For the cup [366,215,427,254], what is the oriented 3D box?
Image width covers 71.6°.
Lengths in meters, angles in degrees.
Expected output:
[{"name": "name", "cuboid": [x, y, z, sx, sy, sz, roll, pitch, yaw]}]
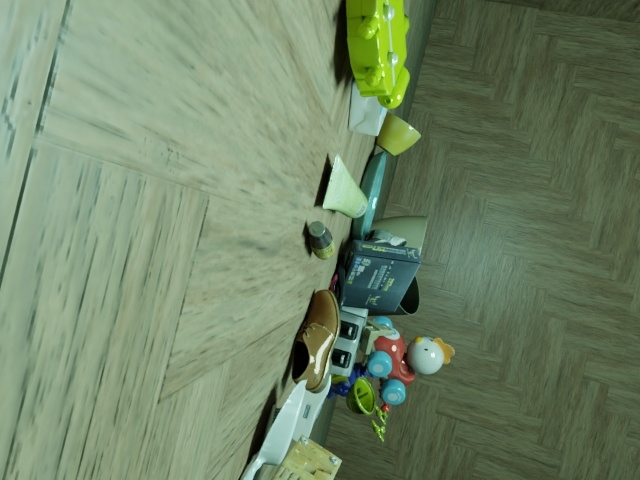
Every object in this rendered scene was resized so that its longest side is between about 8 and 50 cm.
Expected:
[{"name": "cup", "cuboid": [0.289, 0.036, 1.851, 0.331, 0.237, 0.330, 14, 90, -80]}]

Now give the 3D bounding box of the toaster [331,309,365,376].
[{"name": "toaster", "cuboid": [0.054, 0.283, 1.249, 0.185, 0.110, 0.168, 48, 58, -79]}]

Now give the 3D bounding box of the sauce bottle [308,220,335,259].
[{"name": "sauce bottle", "cuboid": [0.000, 0.000, 0.745, 0.128, 0.042, 0.042, 63, 42, -72]}]

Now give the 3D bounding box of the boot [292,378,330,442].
[{"name": "boot", "cuboid": [-0.029, 0.412, 1.134, 0.086, 0.069, 0.189, 94, 20, -76]}]

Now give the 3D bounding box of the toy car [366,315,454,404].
[{"name": "toy car", "cuboid": [0.279, 0.338, 1.346, 0.210, 0.238, 0.219, 64, 18, -18]}]

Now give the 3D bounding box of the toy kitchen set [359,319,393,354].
[{"name": "toy kitchen set", "cuboid": [0.153, 0.281, 1.297, 0.068, 0.083, 0.075, 30, -68, 56]}]

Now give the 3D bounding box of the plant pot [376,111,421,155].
[{"name": "plant pot", "cuboid": [0.227, -0.319, 1.371, 0.095, 0.134, 0.134, -55, 174, 11]}]

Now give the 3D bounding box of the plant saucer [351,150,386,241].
[{"name": "plant saucer", "cuboid": [0.149, -0.128, 1.397, 0.317, 0.044, 0.317, 14, 90, -81]}]

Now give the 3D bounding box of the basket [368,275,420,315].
[{"name": "basket", "cuboid": [0.201, 0.179, 1.523, 0.154, 0.227, 0.204, 6, 67, -44]}]

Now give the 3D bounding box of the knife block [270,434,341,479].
[{"name": "knife block", "cuboid": [-0.083, 0.492, 0.725, 0.242, 0.088, 0.276, -64, 166, 14]}]

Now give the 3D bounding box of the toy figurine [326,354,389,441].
[{"name": "toy figurine", "cuboid": [0.081, 0.463, 1.377, 0.191, 0.217, 0.362, 66, 19, -12]}]

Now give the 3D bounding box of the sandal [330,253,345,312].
[{"name": "sandal", "cuboid": [0.043, 0.118, 1.189, 0.067, 0.040, 0.179, 99, -5, -56]}]

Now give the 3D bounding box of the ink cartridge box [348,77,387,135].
[{"name": "ink cartridge box", "cuboid": [0.108, -0.301, 0.861, 0.104, 0.060, 0.180, 91, 16, -49]}]

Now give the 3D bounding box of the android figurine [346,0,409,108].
[{"name": "android figurine", "cuboid": [0.094, -0.324, 0.663, 0.272, 0.056, 0.248, -67, 153, -46]}]

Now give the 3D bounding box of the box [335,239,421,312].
[{"name": "box", "cuboid": [0.154, 0.106, 1.243, 0.232, 0.184, 0.059, 107, -12, -45]}]

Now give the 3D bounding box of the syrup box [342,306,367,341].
[{"name": "syrup box", "cuboid": [0.107, 0.199, 1.418, 0.093, 0.096, 0.236, 4, 97, -78]}]

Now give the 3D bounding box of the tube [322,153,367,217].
[{"name": "tube", "cuboid": [0.043, -0.088, 0.834, 0.070, 0.062, 0.240, 64, 10, 10]}]

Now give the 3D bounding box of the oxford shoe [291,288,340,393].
[{"name": "oxford shoe", "cuboid": [-0.012, 0.186, 0.880, 0.076, 0.076, 0.212, 36, 49, -37]}]

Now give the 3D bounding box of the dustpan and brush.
[{"name": "dustpan and brush", "cuboid": [-0.087, 0.341, 0.733, 0.211, 0.060, 0.147, -73, -175, -52]}]

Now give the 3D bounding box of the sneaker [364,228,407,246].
[{"name": "sneaker", "cuboid": [0.167, 0.018, 1.347, 0.100, 0.108, 0.272, -60, 159, 18]}]
